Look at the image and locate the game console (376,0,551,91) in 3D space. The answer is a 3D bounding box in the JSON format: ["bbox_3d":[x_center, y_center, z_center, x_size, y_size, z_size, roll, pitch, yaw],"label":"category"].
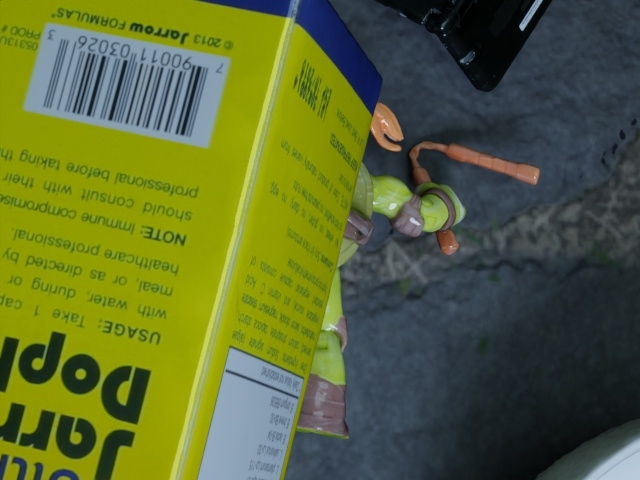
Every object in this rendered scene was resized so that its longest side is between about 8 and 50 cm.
[{"bbox_3d":[0.089,-0.173,1.140,0.122,0.071,0.107,-57,136,-14],"label":"game console"}]

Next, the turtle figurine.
[{"bbox_3d":[0.000,0.000,1.054,0.269,0.087,0.217,15,82,-20],"label":"turtle figurine"}]

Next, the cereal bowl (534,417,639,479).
[{"bbox_3d":[0.216,0.266,1.094,0.339,0.141,0.339,2,86,-22],"label":"cereal bowl"}]

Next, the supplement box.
[{"bbox_3d":[-0.116,0.044,0.911,0.195,0.194,0.356,12,82,14],"label":"supplement box"}]
